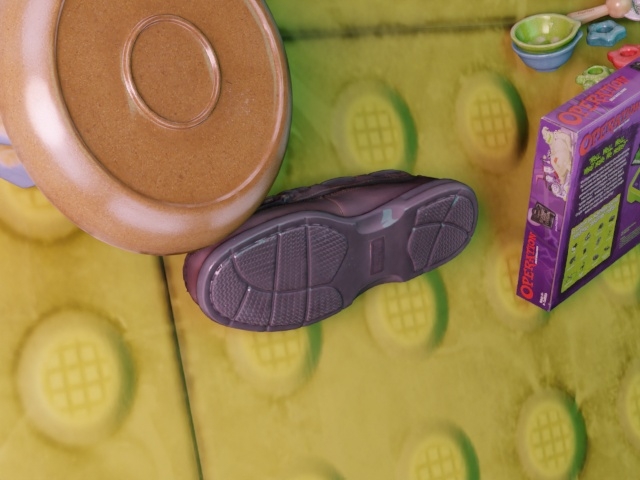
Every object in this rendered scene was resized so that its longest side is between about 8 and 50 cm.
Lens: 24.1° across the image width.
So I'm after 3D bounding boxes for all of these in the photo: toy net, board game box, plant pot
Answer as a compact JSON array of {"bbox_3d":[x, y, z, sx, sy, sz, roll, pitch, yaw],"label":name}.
[{"bbox_3d":[0.302,-0.232,1.546,0.232,0.122,0.045,-39,132,-32],"label":"toy net"},{"bbox_3d":[0.325,-0.090,1.521,0.347,0.056,0.208,-31,141,-40],"label":"board game box"},{"bbox_3d":[-0.104,-0.109,0.988,0.236,0.032,0.236,9,76,-40],"label":"plant pot"}]

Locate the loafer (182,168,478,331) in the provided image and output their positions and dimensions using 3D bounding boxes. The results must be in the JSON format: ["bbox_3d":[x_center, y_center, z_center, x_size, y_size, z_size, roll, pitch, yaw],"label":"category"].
[{"bbox_3d":[0.000,0.000,1.289,0.302,0.095,0.109,-15,123,-36],"label":"loafer"}]

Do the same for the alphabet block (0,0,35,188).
[{"bbox_3d":[-0.211,-0.175,1.056,0.192,0.193,0.197,31,64,-34],"label":"alphabet block"}]
